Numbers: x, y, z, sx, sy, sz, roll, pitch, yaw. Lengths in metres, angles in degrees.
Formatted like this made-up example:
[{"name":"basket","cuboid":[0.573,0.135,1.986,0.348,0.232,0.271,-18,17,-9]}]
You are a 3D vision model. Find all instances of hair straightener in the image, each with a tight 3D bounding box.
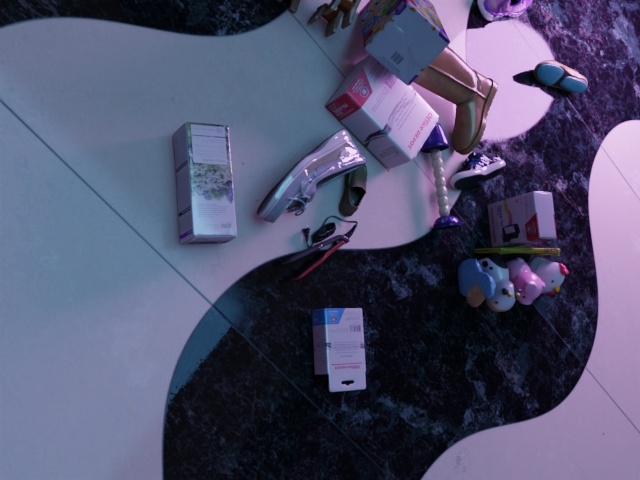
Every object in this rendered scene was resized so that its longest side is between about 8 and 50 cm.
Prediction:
[{"name":"hair straightener","cuboid":[0.000,0.000,1.467,0.230,0.047,0.089,-34,100,-32]}]

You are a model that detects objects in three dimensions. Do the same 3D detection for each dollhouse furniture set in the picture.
[{"name":"dollhouse furniture set","cuboid":[-0.004,-0.624,1.461,0.262,0.259,0.135,31,75,-25]}]

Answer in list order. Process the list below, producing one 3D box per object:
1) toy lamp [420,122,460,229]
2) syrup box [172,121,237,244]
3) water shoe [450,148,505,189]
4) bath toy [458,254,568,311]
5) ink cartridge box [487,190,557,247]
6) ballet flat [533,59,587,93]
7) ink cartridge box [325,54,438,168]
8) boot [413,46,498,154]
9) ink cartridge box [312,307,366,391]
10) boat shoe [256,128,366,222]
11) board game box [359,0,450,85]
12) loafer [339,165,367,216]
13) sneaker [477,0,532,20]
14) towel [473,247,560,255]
[{"name":"toy lamp","cuboid":[0.310,-0.169,1.677,0.080,0.080,0.275,-5,82,-33]},{"name":"syrup box","cuboid":[-0.237,-0.113,1.311,0.093,0.096,0.237,-1,82,-30]},{"name":"water shoe","cuboid":[0.418,-0.197,1.769,0.203,0.073,0.080,-17,64,-33]},{"name":"bath toy","cuboid":[0.537,0.109,1.737,0.348,0.129,0.152,-2,82,-33]},{"name":"ink cartridge box","cuboid":[0.543,-0.051,1.744,0.072,0.175,0.128,1,80,-29]},{"name":"ballet flat","cuboid":[0.750,-0.527,2.038,0.232,0.080,0.073,14,46,-32]},{"name":"ink cartridge box","cuboid":[0.157,-0.321,1.596,0.237,0.100,0.172,43,62,-17]},{"name":"boot","cuboid":[0.327,-0.384,1.699,0.269,0.089,0.236,23,82,-30]},{"name":"ink cartridge box","cuboid":[0.041,0.244,1.438,0.104,0.060,0.180,4,78,-32]},{"name":"boat shoe","cuboid":[-0.015,-0.135,1.441,0.103,0.118,0.320,48,53,-3]},{"name":"board game box","cuboid":[0.197,-0.520,1.558,0.144,0.142,0.275,34,29,-23]},{"name":"loafer","cuboid":[0.088,-0.128,1.545,0.056,0.050,0.148,21,70,-28]},{"name":"sneaker","cuboid":[0.585,-0.735,1.944,0.236,0.104,0.095,-27,94,-34]},{"name":"towel","cuboid":[0.544,0.033,1.771,0.237,0.102,0.021,1,85,-31]}]
